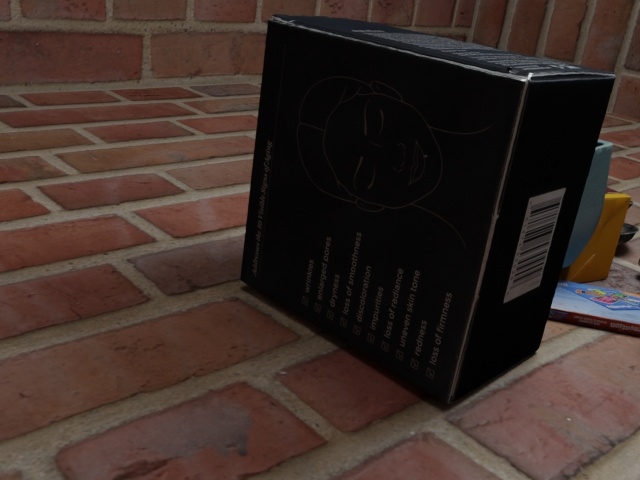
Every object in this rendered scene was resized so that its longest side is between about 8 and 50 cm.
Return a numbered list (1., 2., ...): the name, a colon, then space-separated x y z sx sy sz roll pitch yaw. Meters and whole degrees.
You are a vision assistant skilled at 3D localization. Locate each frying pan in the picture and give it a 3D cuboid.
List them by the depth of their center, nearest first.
1. frying pan: 0.599 -0.035 1.759 0.326 0.053 0.197 9 14 31

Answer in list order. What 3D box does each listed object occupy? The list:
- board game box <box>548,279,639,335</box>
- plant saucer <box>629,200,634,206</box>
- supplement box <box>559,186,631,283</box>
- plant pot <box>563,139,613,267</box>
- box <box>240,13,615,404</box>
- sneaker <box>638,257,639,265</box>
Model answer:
1. board game box: 0.503 0.121 1.384 0.281 0.027 0.145 10 23 9
2. plant saucer: 0.651 -0.105 1.889 0.310 0.050 0.310 6 11 -1
3. supplement box: 0.525 -0.037 1.556 0.129 0.191 0.194 -5 25 -29
4. plant pot: 0.394 -0.063 1.421 0.247 0.252 0.248 -17 23 -25
5. box: 0.142 -0.083 1.176 0.471 0.480 0.297 26 27 36
6. sneaker: 0.823 0.059 1.580 0.279 0.107 0.118 -7 45 -24
